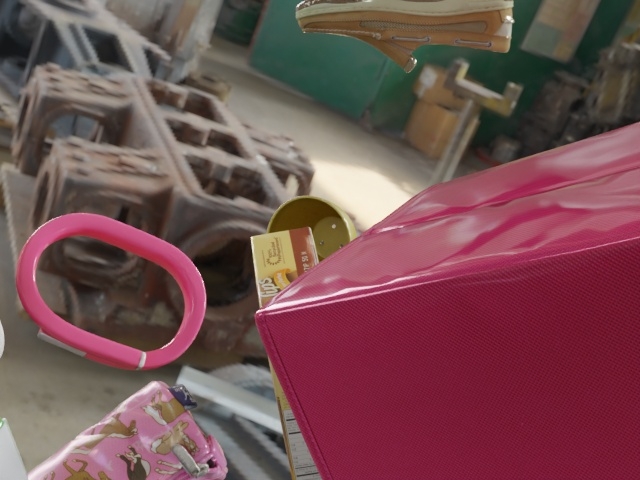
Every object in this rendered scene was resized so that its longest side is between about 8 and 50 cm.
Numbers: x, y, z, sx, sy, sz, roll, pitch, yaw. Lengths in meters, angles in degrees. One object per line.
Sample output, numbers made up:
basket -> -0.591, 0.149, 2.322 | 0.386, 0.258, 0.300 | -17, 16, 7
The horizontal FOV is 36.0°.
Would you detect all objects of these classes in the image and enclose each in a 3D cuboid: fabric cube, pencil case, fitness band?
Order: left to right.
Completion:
pencil case -> -0.299, 0.331, 1.184 | 0.386, 0.167, 0.160 | -34, 78, -28
fitness band -> -0.313, 0.076, 1.484 | 0.291, 0.209, 0.054 | 24, -25, -17
fabric cube -> 0.169, 0.081, 0.577 | 0.258, 0.254, 0.259 | -17, 11, 36

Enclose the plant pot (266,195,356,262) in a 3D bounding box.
plant pot -> 0.000, 0.000, 1.450 | 0.134, 0.134, 0.095 | 30, 15, 19

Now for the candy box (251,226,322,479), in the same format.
candy box -> -0.024, 0.164, 1.320 | 0.087, 0.316, 0.183 | -10, 35, -1

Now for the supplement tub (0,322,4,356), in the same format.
supplement tub -> -0.734, 0.227, 1.711 | 0.241, 0.241, 0.331 | 24, 33, 3

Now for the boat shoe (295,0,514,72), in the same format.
boat shoe -> 0.072, -0.182, 0.859 | 0.190, 0.072, 0.068 | 0, 18, 14

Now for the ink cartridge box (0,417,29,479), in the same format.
ink cartridge box -> -0.434, 0.260, 0.987 | 0.219, 0.093, 0.160 | -4, 27, 17
